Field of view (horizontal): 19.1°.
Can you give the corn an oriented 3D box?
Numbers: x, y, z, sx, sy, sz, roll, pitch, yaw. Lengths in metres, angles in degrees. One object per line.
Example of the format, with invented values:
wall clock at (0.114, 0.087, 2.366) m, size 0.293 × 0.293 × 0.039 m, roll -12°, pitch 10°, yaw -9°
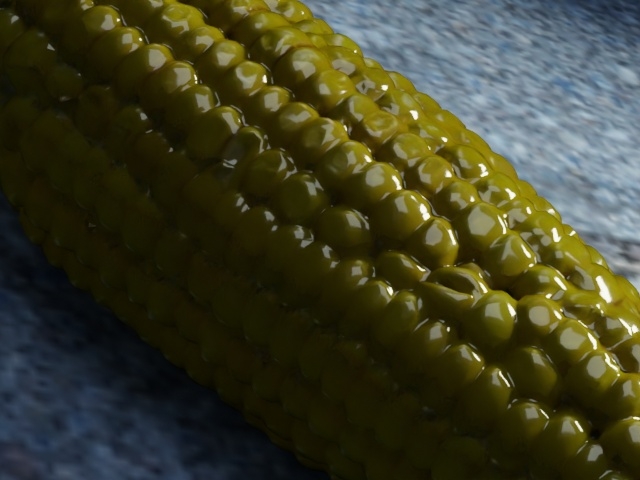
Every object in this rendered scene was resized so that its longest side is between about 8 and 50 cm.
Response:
corn at (0.000, 0.000, 0.479) m, size 0.261 × 0.097 × 0.097 m, roll 38°, pitch 34°, yaw 19°
